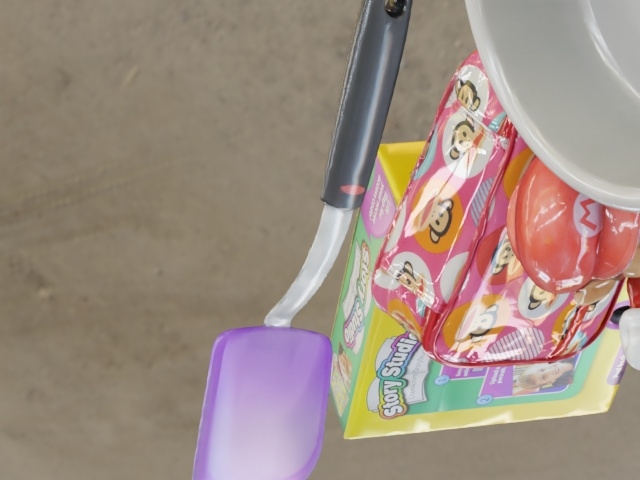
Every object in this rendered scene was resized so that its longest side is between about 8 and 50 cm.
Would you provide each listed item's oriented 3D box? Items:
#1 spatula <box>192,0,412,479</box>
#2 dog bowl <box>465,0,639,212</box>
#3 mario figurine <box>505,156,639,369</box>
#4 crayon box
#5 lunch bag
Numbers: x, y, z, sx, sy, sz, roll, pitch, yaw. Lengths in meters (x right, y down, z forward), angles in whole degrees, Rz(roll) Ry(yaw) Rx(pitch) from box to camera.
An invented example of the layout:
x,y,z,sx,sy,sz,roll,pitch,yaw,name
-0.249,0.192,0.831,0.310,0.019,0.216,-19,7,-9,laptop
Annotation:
x,y,z,sx,sy,sz,roll,pitch,yaw,name
0.000,0.000,0.957,0.084,0.296,0.030,5,-159,-37,spatula
0.218,-0.176,1.203,0.349,0.102,0.349,38,136,48,dog bowl
0.289,-0.007,1.431,0.170,0.320,0.198,-56,50,25,mario figurine
0.186,0.048,1.903,0.313,0.106,0.363,-4,137,-14,crayon box
0.200,-0.031,1.601,0.120,0.258,0.293,43,121,43,lunch bag
